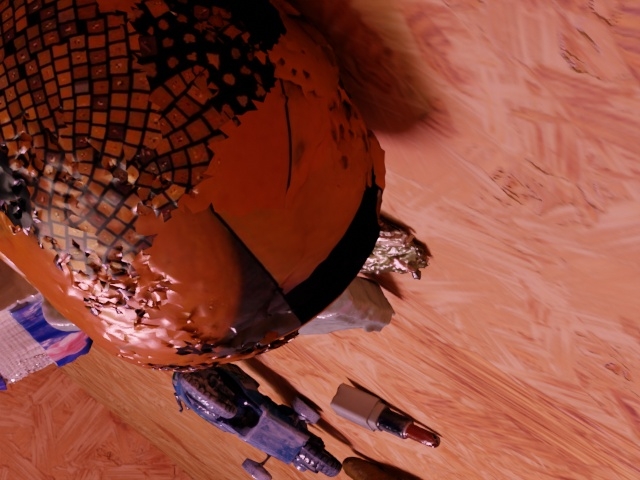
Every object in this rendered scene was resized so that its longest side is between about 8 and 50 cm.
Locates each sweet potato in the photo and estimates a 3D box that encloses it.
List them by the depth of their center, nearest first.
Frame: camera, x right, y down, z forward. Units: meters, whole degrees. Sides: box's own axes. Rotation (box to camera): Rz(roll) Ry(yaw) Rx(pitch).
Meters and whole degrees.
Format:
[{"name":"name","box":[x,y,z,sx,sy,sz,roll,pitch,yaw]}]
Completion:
[{"name":"sweet potato","box":[0.085,0.268,1.773,0.069,0.059,0.249,31,178,-40]}]

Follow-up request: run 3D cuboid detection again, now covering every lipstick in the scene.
[{"name":"lipstick","box":[0.058,0.156,1.508,0.107,0.025,0.025,22,161,33]}]

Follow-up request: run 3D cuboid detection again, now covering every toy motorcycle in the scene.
[{"name":"toy motorcycle","box":[-0.075,0.177,1.808,0.254,0.092,0.135,36,180,-44]}]

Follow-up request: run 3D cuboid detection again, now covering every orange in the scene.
[{"name":"orange","box":[-0.081,-0.046,0.839,0.234,0.182,0.234,42,180,0]}]

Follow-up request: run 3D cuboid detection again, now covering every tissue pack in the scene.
[{"name":"tissue pack","box":[-0.269,-0.003,1.455,0.269,0.137,0.209,98,156,-75]}]

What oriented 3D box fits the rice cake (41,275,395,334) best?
[{"name":"rice cake","box":[-0.070,0.041,1.164,0.226,0.040,0.085,-2,171,21]}]

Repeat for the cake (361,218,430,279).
[{"name":"cake","box":[0.000,0.000,1.051,0.140,0.055,0.051,23,155,41]}]
